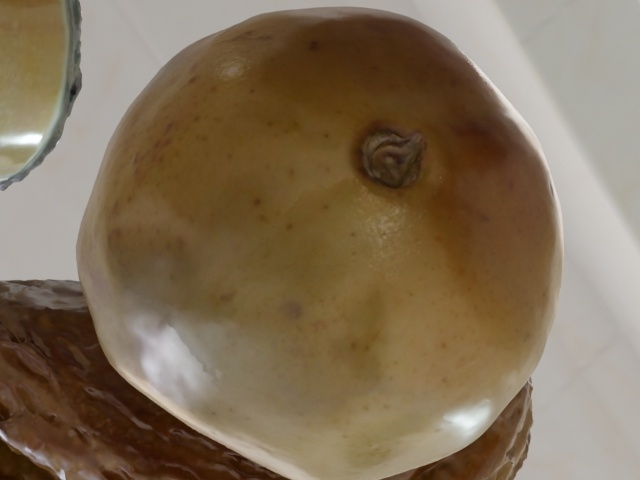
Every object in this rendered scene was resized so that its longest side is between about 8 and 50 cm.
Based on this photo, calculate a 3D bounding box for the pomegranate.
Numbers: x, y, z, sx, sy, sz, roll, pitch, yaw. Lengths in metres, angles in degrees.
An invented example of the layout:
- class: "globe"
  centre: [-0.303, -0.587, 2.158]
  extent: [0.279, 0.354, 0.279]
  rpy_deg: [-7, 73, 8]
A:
- class: "pomegranate"
  centre: [0.000, -0.002, 0.832]
  extent: [0.233, 0.233, 0.233]
  rpy_deg: [-28, -154, 15]

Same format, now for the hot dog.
- class: "hot dog"
  centre: [-0.063, 0.114, 1.116]
  extent: [0.387, 0.174, 0.267]
  rpy_deg: [3, 176, -15]

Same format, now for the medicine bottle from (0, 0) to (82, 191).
- class: "medicine bottle"
  centre: [-0.246, -0.048, 0.400]
  extent: [0.108, 0.108, 0.426]
  rpy_deg: [-11, 176, 41]
